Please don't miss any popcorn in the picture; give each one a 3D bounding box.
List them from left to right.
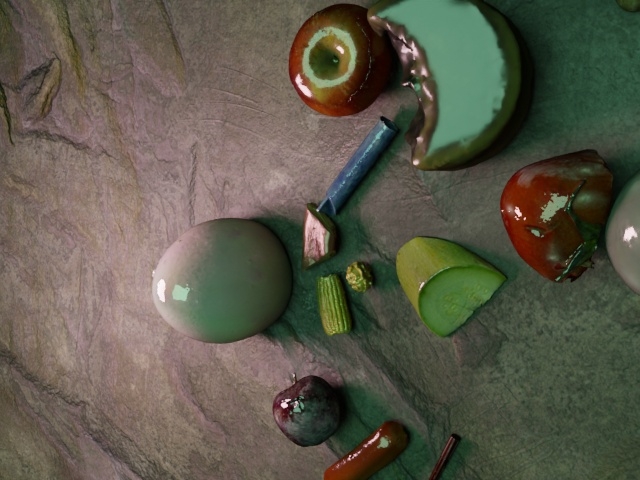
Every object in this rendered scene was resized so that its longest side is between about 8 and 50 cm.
[{"bbox_3d":[0.105,0.096,1.932,0.057,0.083,0.082,-36,43,26],"label":"popcorn"}]

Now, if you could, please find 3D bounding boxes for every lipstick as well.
[{"bbox_3d":[0.307,0.565,1.874,0.027,0.027,0.177,33,114,27],"label":"lipstick"}]

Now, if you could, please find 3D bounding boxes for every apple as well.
[{"bbox_3d":[0.057,-0.443,1.833,0.251,0.206,0.272,9,103,23],"label":"apple"}]

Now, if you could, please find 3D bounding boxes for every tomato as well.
[{"bbox_3d":[0.456,-0.067,1.526,0.170,0.309,0.309,10,104,-11],"label":"tomato"}]

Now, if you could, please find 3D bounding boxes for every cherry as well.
[{"bbox_3d":[-0.031,0.462,2.006,0.195,0.195,0.195,4,97,34],"label":"cherry"}]

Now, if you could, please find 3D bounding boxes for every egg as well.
[{"bbox_3d":[-0.305,0.121,2.058,0.354,0.339,0.355,5,100,34],"label":"egg"}]

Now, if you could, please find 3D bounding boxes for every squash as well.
[{"bbox_3d":[0.302,0.085,1.832,0.204,0.155,0.237,33,116,-13],"label":"squash"}]

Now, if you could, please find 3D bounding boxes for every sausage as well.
[{"bbox_3d":[0.117,0.586,1.970,0.300,0.083,0.089,-47,57,27],"label":"sausage"}]

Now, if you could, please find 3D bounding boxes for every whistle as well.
[{"bbox_3d":[0.091,-0.185,1.920,0.062,0.062,0.304,48,118,21],"label":"whistle"}]

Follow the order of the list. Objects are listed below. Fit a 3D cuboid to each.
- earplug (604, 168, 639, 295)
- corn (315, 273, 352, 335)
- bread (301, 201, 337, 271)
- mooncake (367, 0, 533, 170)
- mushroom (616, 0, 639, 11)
[{"bbox_3d":[0.738,0.004,1.355,0.394,0.312,0.313,28,110,32],"label":"earplug"},{"bbox_3d":[0.034,0.172,1.994,0.085,0.063,0.165,-14,86,44],"label":"corn"},{"bbox_3d":[0.000,0.000,1.996,0.119,0.067,0.193,15,102,41],"label":"bread"},{"bbox_3d":[0.271,-0.354,1.664,0.393,0.246,0.394,30,111,19],"label":"mooncake"},{"bbox_3d":[0.652,-0.596,1.437,0.156,0.151,0.286,37,114,27],"label":"mushroom"}]
